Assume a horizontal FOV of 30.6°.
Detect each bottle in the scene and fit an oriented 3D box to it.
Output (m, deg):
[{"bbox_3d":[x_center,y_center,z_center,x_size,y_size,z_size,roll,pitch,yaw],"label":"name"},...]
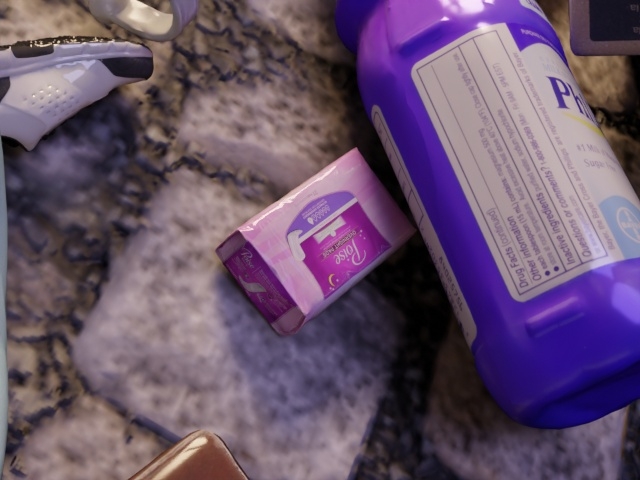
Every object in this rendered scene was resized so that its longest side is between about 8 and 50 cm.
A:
[{"bbox_3d":[0.074,-0.057,0.534,0.118,0.092,0.283,29,36,-60],"label":"bottle"}]

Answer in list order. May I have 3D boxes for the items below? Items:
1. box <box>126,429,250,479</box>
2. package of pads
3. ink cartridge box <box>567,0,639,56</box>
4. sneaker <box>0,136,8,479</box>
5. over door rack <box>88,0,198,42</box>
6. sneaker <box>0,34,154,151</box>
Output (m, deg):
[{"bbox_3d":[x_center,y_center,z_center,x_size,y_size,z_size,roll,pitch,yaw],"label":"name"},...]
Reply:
[{"bbox_3d":[-0.131,0.231,0.260,0.381,0.143,0.191,-32,85,-35],"label":"box"},{"bbox_3d":[0.000,0.000,0.513,0.083,0.032,0.050,-37,89,-37],"label":"package of pads"},{"bbox_3d":[0.234,-0.160,0.582,0.235,0.193,0.088,-48,137,-60],"label":"ink cartridge box"},{"bbox_3d":[-0.153,-0.071,0.340,0.135,0.150,0.366,-14,89,-45],"label":"sneaker"},{"bbox_3d":[-0.087,-0.279,0.462,0.239,0.108,0.324,-55,134,-30],"label":"over door rack"},{"bbox_3d":[-0.114,-0.060,0.477,0.109,0.040,0.044,-17,108,-42],"label":"sneaker"}]
